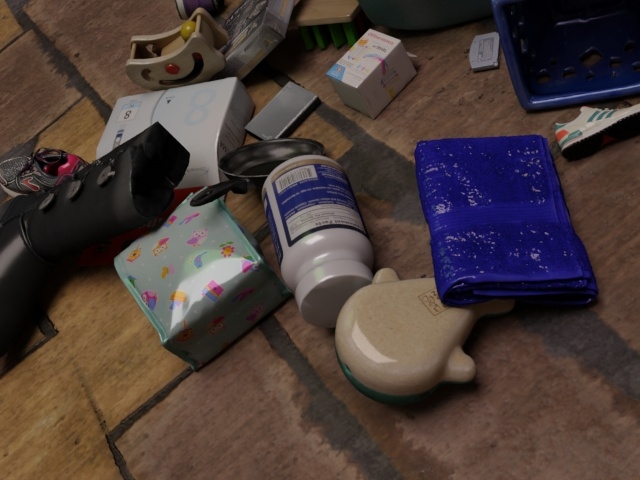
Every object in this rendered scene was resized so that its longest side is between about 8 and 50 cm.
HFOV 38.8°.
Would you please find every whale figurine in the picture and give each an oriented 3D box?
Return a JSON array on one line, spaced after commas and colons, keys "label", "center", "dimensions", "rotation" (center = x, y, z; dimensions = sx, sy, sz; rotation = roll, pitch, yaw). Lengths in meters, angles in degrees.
[{"label": "whale figurine", "center": [0.148, 0.131, 1.313], "dimensions": [0.272, 0.141, 0.216], "rotation": [-28, 58, -23]}]

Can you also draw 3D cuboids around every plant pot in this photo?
[{"label": "plant pot", "center": [0.172, -0.540, 1.695], "dimensions": [0.252, 0.247, 0.248], "rotation": [-19, 59, 21]}, {"label": "plant pot", "center": [0.420, -0.377, 1.464], "dimensions": [0.235, 0.236, 0.212], "rotation": [-6, 47, 25]}]

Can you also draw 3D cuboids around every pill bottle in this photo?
[{"label": "pill bottle", "center": [0.000, 0.000, 1.461], "dimensions": [0.153, 0.153, 0.265], "rotation": [-26, 48, 10]}]

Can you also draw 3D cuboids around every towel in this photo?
[{"label": "towel", "center": [0.266, -0.041, 1.335], "dimensions": [0.227, 0.076, 0.308], "rotation": [0, 48, -6]}]

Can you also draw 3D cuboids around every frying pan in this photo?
[{"label": "frying pan", "center": [-0.094, -0.114, 1.587], "dimensions": [0.197, 0.053, 0.326], "rotation": [-4, 25, 9]}]

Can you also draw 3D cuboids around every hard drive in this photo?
[{"label": "hard drive", "center": [-0.075, -0.246, 1.779], "dimensions": [0.135, 0.022, 0.094], "rotation": [-48, 48, -10]}]

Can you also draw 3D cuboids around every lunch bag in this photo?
[{"label": "lunch bag", "center": [-0.212, 0.049, 1.542], "dimensions": [0.223, 0.160, 0.262], "rotation": [-39, 52, -2]}]

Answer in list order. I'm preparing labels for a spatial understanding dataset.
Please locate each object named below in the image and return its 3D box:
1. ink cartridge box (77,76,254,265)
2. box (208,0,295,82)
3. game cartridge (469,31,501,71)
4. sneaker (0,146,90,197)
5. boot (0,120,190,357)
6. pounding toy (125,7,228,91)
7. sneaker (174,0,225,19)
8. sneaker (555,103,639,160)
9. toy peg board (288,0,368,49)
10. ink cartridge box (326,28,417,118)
[{"label": "ink cartridge box", "center": [-0.321, -0.137, 1.791], "dimensions": [0.308, 0.091, 0.385], "rotation": [-4, 54, 27]}, {"label": "box", "center": [-0.137, -0.435, 1.865], "dimensions": [0.231, 0.056, 0.183], "rotation": [-33, 38, 47]}, {"label": "game cartridge", "center": [0.298, -0.341, 1.646], "dimensions": [0.055, 0.017, 0.083], "rotation": [-3, 55, 23]}, {"label": "sneaker", "center": [-0.585, -0.151, 1.936], "dimensions": [0.299, 0.112, 0.121], "rotation": [5, 59, 33]}, {"label": "boot", "center": [-0.455, 0.007, 1.664], "dimensions": [0.445, 0.146, 0.367], "rotation": [-17, 52, 30]}, {"label": "pounding toy", "center": [-0.305, -0.401, 1.873], "dimensions": [0.269, 0.154, 0.155], "rotation": [-29, 49, 44]}, {"label": "sneaker", "center": [-0.274, -0.634, 2.153], "dimensions": [0.124, 0.107, 0.283], "rotation": [-9, 55, 5]}, {"label": "sneaker", "center": [0.443, -0.190, 1.419], "dimensions": [0.161, 0.057, 0.075], "rotation": [-25, 53, 15]}, {"label": "toy peg board", "center": [0.033, -0.460, 1.859], "dimensions": [0.161, 0.079, 0.161], "rotation": [3, 43, 31]}, {"label": "ink cartridge box", "center": [0.101, -0.317, 1.687], "dimensions": [0.143, 0.090, 0.092], "rotation": [-48, 47, -10]}]
